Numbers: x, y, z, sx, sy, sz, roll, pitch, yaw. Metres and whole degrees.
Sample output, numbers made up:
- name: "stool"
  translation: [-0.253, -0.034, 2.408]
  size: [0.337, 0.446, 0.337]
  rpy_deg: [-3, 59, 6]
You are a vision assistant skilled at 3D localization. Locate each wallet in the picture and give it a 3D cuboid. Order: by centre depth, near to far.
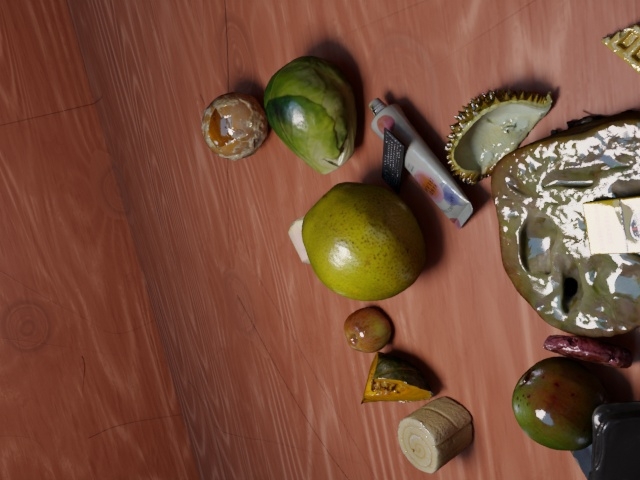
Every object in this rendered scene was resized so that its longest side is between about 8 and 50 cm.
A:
- name: "wallet"
  translation: [0.575, 0.456, 0.961]
  size: [0.051, 0.197, 0.377]
  rpy_deg: [-82, -15, -72]

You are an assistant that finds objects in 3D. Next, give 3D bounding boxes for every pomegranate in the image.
- name: "pomegranate"
  translation: [0.474, 0.325, 1.027]
  size: [0.210, 0.180, 0.180]
  rpy_deg: [36, 139, -2]

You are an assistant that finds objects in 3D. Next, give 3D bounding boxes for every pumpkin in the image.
- name: "pumpkin"
  translation: [0.209, 0.370, 1.435]
  size: [0.163, 0.111, 0.278]
  rpy_deg: [14, 150, 3]

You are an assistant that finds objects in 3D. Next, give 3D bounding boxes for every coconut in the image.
- name: "coconut"
  translation: [0.000, 0.000, 1.463]
  size: [0.147, 0.147, 0.152]
  rpy_deg: [-33, 82, 52]

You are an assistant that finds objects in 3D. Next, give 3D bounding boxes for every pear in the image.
- name: "pear"
  translation: [0.101, 0.009, 1.247]
  size: [0.294, 0.294, 0.294]
  rpy_deg: [26, 125, 42]

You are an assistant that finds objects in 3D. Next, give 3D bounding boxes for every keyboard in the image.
- name: "keyboard"
  translation: [0.161, -0.173, 1.210]
  size: [0.067, 0.011, 0.202]
  rpy_deg: [48, 167, 22]

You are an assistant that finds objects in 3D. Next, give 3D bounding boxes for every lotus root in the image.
- name: "lotus root"
  translation: [0.459, -0.034, 0.917]
  size: [0.375, 0.111, 0.390]
  rpy_deg: [45, 137, 33]

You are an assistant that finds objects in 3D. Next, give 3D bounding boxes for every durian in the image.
- name: "durian"
  translation: [0.312, -0.201, 1.021]
  size: [0.139, 0.144, 0.252]
  rpy_deg: [34, 129, 8]

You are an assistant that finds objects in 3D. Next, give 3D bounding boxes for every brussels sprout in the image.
- name: "brussels sprout"
  translation: [-0.014, -0.301, 1.298]
  size: [0.219, 0.210, 0.271]
  rpy_deg: [-3, 119, 57]

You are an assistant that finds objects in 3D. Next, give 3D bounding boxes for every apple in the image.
- name: "apple"
  translation: [0.125, 0.242, 1.456]
  size: [0.126, 0.102, 0.126]
  rpy_deg: [25, 125, 41]

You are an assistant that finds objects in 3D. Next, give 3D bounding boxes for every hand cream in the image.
- name: "hand cream"
  translation: [0.210, -0.174, 1.169]
  size: [0.340, 0.078, 0.124]
  rpy_deg: [57, 170, 15]

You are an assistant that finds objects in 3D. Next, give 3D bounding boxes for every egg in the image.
- name: "egg"
  translation: [-0.253, -0.330, 1.580]
  size: [0.233, 0.195, 0.194]
  rpy_deg: [-19, 91, 51]

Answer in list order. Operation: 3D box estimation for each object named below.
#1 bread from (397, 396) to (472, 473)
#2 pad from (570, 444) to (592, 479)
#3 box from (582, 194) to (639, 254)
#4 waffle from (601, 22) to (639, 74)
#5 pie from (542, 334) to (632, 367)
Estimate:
- name: "bread"
  translation: [0.285, 0.479, 1.342]
  size: [0.134, 0.141, 0.148]
  rpy_deg: [31, 128, 44]
- name: "pad"
  translation: [0.601, 0.478, 1.063]
  size: [0.243, 0.004, 0.164]
  rpy_deg: [61, 142, 10]
- name: "box"
  translation: [0.475, -0.025, 0.800]
  size: [0.155, 0.023, 0.086]
  rpy_deg: [-5, 95, 51]
- name: "waffle"
  translation: [0.513, -0.330, 0.770]
  size: [0.125, 0.032, 0.191]
  rpy_deg: [54, 139, 22]
- name: "pie"
  translation: [0.482, 0.199, 0.981]
  size: [0.154, 0.154, 0.038]
  rpy_deg: [6, 78, 50]
